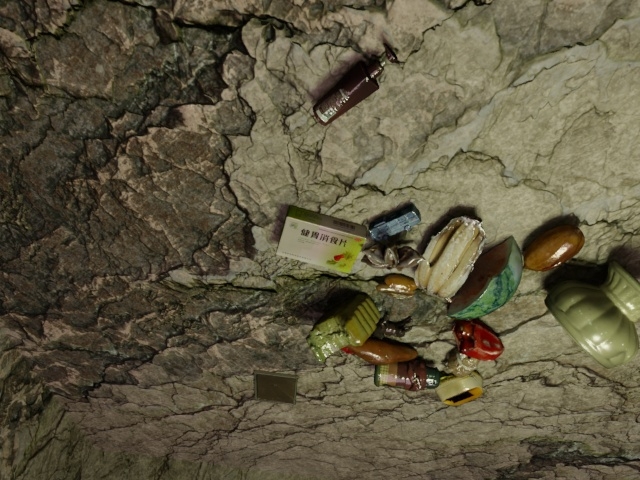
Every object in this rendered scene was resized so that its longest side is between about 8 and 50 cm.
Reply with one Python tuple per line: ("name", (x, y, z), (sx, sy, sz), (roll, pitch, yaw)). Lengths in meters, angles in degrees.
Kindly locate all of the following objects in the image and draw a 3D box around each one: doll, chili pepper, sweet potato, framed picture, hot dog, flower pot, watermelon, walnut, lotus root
("doll", (0.571, 0.495, 1.809), (0.115, 0.105, 0.221), (15, 132, -16))
("chili pepper", (0.614, 0.386, 1.677), (0.252, 0.144, 0.136), (26, 95, -25))
("sweet potato", (0.236, 0.450, 1.803), (0.359, 0.112, 0.112), (14, 134, -8))
("framed picture", (-0.222, 0.733, 2.214), (0.213, 0.016, 0.289), (7, 134, 1))
("hot dog", (0.267, 0.163, 1.566), (0.140, 0.060, 0.090), (20, 129, -6))
("flower pot", (0.893, 0.219, 1.386), (0.307, 0.307, 0.244), (33, 115, -22))
("watermelon", (0.549, 0.130, 1.437), (0.260, 0.256, 0.176), (-44, 71, 46))
("doll", (0.268, 0.347, 1.748), (0.139, 0.057, 0.165), (13, 143, -7))
("walnut", (0.693, 0.030, 1.343), (0.115, 0.116, 0.207), (27, 131, -17))
("lotus root", (0.410, 0.039, 1.414), (0.167, 0.078, 0.329), (26, 130, 5))

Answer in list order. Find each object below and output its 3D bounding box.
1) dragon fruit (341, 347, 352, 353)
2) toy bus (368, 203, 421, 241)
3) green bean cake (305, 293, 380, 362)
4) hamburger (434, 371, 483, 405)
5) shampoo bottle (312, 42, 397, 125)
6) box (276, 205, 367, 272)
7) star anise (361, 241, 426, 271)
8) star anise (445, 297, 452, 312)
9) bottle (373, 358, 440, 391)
("dragon fruit", (0.136, 0.444, 1.851), (0.097, 0.063, 0.131), (-28, 124, 30))
("toy bus", (0.226, -0.052, 1.373), (0.166, 0.047, 0.065), (-25, 123, 27))
("green bean cake", (0.081, 0.313, 1.624), (0.236, 0.233, 0.124), (-33, 93, 34))
("hamburger", (0.598, 0.631, 1.940), (0.173, 0.116, 0.210), (31, 127, -31))
("shampoo bottle", (0.081, -0.371, 1.075), (0.236, 0.067, 0.068), (-32, 141, 31))
("box", (0.000, 0.001, 1.446), (0.260, 0.062, 0.175), (16, 134, -6))
("star anise", (0.218, 0.052, 1.416), (0.197, 0.073, 0.212), (12, 165, -18))
("star anise", (0.484, 0.216, 1.599), (0.158, 0.144, 0.140), (-32, 167, 40))
("bottle", (0.362, 0.560, 1.868), (0.271, 0.156, 0.143), (5, 130, 10))
